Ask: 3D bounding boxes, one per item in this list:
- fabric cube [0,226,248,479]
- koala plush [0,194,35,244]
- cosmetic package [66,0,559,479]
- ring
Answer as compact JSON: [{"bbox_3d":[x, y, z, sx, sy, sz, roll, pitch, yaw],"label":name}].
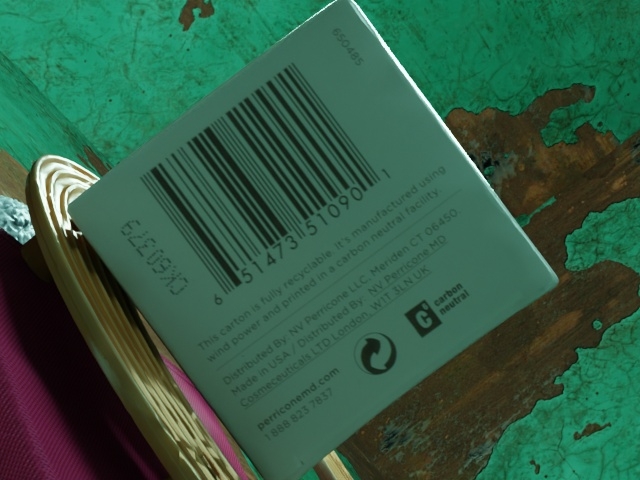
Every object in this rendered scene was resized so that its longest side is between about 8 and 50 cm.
[{"bbox_3d":[-0.157,0.184,0.551,0.258,0.254,0.259,57,5,38],"label":"fabric cube"},{"bbox_3d":[-0.303,0.063,0.848,0.221,0.203,0.196,21,15,-41],"label":"koala plush"},{"bbox_3d":[0.000,0.000,0.607,0.151,0.151,0.183,53,4,1],"label":"cosmetic package"},{"bbox_3d":[-0.039,0.100,0.619,0.336,0.032,0.336,52,2,-3],"label":"ring"}]
